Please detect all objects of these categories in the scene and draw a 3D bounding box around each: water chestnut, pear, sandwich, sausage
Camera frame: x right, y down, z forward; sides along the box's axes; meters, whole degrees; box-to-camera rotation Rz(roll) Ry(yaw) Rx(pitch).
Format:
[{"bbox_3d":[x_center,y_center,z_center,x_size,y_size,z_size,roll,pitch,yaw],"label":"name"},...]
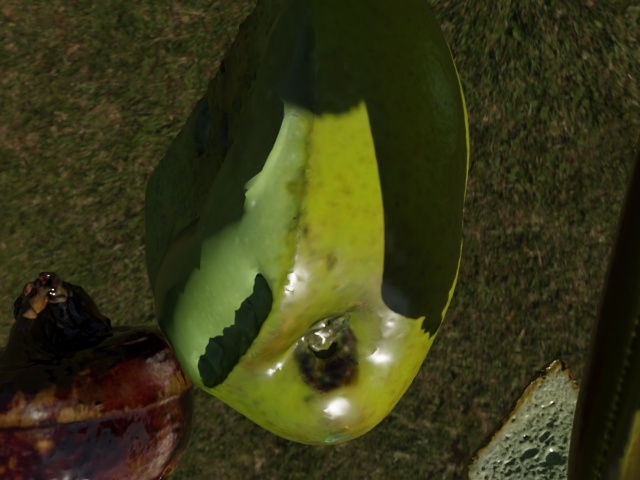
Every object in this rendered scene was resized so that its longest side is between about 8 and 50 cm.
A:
[{"bbox_3d":[-0.219,0.143,0.716,0.224,0.224,0.238,-8,94,16],"label":"water chestnut"},{"bbox_3d":[0.000,0.000,0.653,0.238,0.318,0.342,11,146,-26],"label":"pear"},{"bbox_3d":[0.271,0.251,0.850,0.215,0.065,0.186,40,85,18],"label":"sandwich"},{"bbox_3d":[0.191,0.069,0.409,0.117,0.125,0.317,21,114,37],"label":"sausage"}]
